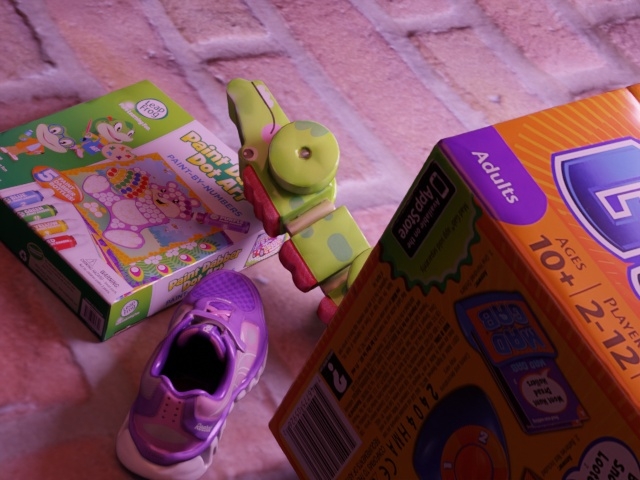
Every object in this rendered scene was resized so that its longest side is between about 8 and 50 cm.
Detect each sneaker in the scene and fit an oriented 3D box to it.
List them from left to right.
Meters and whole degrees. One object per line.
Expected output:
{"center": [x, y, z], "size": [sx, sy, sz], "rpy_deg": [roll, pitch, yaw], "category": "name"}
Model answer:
{"center": [-0.098, 0.095, 1.167], "size": [0.095, 0.104, 0.236], "rpy_deg": [17, 39, 3], "category": "sneaker"}

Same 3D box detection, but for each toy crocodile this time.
{"center": [0.000, 0.000, 1.259], "size": [0.105, 0.115, 0.340], "rpy_deg": [-30, 80, -11], "category": "toy crocodile"}

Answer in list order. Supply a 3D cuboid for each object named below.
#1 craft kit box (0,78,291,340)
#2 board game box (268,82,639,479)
{"center": [-0.188, -0.040, 1.331], "size": [0.250, 0.061, 0.247], "rpy_deg": [40, 43, 25], "category": "craft kit box"}
{"center": [0.242, 0.133, 0.995], "size": [0.356, 0.356, 0.356], "rpy_deg": [-17, 62, -34], "category": "board game box"}
